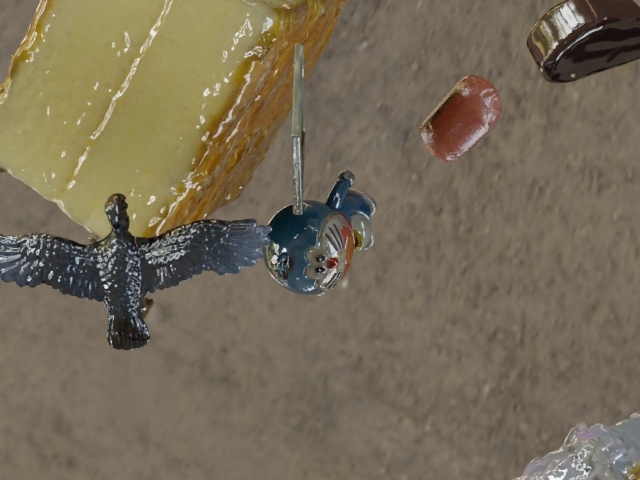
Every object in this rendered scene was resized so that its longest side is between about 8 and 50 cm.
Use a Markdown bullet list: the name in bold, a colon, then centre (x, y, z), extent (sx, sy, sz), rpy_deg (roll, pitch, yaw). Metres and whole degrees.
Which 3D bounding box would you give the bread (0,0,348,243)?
- **bread**: centre (-0.132, -0.162, 1.581), extent (0.207, 0.279, 0.279), rpy_deg (33, 115, 6)

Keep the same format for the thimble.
- **thimble**: centre (0.203, 0.209, 1.305), extent (0.151, 0.127, 0.118), rpy_deg (-45, 64, 35)

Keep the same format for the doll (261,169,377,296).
- **doll**: centre (0.000, 0.000, 1.640), extent (0.086, 0.152, 0.114), rpy_deg (12, 111, 28)

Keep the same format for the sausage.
- **sausage**: centre (0.142, -0.122, 1.763), extent (0.054, 0.059, 0.094), rpy_deg (41, 109, -5)

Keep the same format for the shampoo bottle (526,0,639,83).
- **shampoo bottle**: centre (0.036, -0.154, 0.596), extent (0.068, 0.236, 0.067), rpy_deg (-21, 157, -11)

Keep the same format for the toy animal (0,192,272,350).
- **toy animal**: centre (-0.144, 0.020, 1.286), extent (0.220, 0.062, 0.108), rpy_deg (0, 118, 2)

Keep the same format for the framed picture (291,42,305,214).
- **framed picture**: centre (-0.013, -0.065, 1.037), extent (0.007, 0.066, 0.089), rpy_deg (1, 150, 1)
